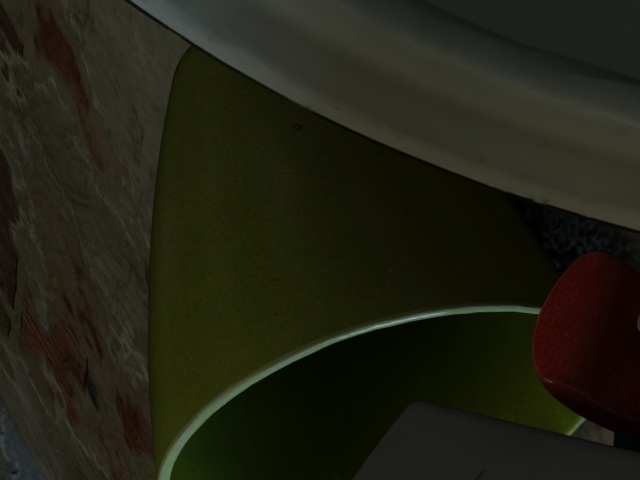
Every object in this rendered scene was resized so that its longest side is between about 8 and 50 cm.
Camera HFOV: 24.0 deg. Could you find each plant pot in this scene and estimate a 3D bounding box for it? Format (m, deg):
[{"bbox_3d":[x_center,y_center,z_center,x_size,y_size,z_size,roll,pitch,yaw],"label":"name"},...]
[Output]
[{"bbox_3d":[0.000,0.000,0.960,0.274,0.275,0.293,105,152,-53],"label":"plant pot"}]

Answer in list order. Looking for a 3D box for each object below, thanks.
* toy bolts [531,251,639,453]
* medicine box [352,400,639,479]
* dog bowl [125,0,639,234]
[{"bbox_3d":[0.211,0.025,0.623,0.218,0.228,0.158,7,145,39],"label":"toy bolts"},{"bbox_3d":[0.153,0.212,0.520,0.289,0.149,0.263,48,158,-26],"label":"medicine box"},{"bbox_3d":[0.110,-0.151,0.213,0.408,0.408,0.150,126,162,-62],"label":"dog bowl"}]
